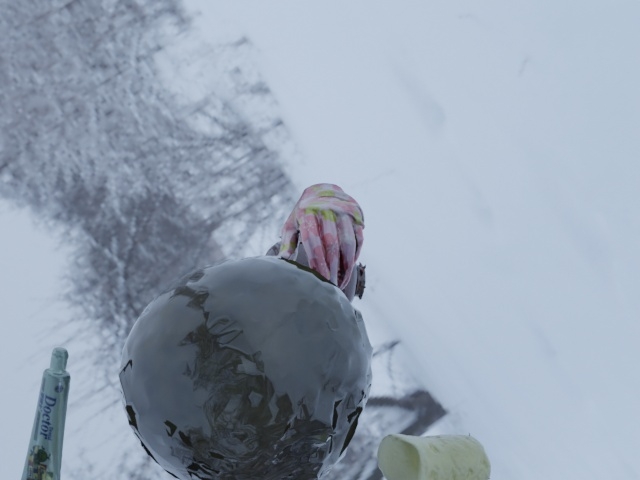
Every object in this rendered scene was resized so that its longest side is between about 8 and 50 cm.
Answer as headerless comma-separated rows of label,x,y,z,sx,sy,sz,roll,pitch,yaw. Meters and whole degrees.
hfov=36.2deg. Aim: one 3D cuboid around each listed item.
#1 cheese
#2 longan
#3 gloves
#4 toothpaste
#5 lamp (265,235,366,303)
cheese,0.192,0.371,1.644,0.167,0.093,0.123,11,-170,-33
longan,-0.110,0.213,1.504,0.391,0.391,0.391,55,173,11
gloves,0.005,-0.010,1.700,0.145,0.126,0.241,18,-156,-13
toothpaste,-0.428,0.292,1.548,0.037,0.067,0.255,-48,-31,-78
lamp,-0.028,0.076,2.131,0.180,0.258,0.180,-175,90,-73
